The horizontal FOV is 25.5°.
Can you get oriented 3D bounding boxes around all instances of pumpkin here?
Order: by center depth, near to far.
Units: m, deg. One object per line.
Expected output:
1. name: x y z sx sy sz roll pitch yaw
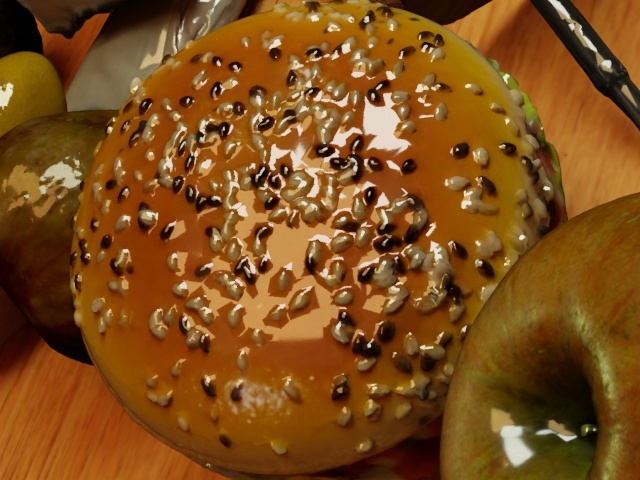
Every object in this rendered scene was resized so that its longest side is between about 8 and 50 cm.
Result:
1. pumpkin: -0.314 -0.147 1.281 0.183 0.108 0.119 -45 34 16

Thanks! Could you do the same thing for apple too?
1. apple: 0.176 0.093 0.635 0.237 0.208 0.236 -30 51 47

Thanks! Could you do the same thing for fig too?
1. fig: -0.099 -0.024 0.972 0.290 0.190 0.190 -20 47 6

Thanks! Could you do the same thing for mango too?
1. mango: -0.254 -0.025 1.096 0.113 0.138 0.253 25 103 28

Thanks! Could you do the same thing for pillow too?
1. pillow: -0.138 -0.150 1.163 0.173 0.067 0.270 0 61 47

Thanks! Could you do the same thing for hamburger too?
1. hamburger: 0.000 0.000 0.800 0.300 0.176 0.300 -6 66 14

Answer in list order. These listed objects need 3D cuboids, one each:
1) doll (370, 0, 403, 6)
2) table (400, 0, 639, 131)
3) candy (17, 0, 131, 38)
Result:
1. doll: 0.043 -0.245 1.057 0.149 0.095 0.192 -35 41 7
2. table: 0.203 -0.214 0.784 0.317 0.317 0.249 -46 56 4
3. candy: -0.197 -0.272 1.119 0.185 0.195 0.137 -11 48 42
